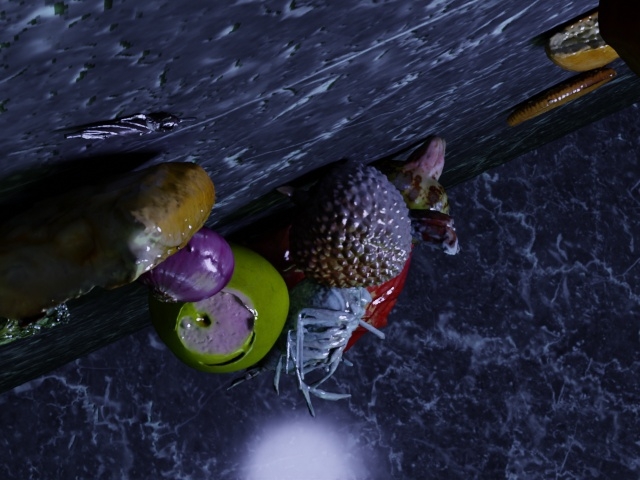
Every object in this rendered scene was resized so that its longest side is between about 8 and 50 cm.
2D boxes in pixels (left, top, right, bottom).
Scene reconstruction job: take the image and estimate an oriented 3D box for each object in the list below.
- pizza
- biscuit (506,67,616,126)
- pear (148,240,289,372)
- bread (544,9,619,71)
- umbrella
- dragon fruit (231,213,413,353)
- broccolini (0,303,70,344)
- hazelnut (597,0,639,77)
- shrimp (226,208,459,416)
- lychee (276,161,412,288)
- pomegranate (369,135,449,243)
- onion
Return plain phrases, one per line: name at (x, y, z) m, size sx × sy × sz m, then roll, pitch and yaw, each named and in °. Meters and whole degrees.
pizza at (-0.209, 0.016, 0.764) m, size 0.297 × 0.071 × 0.189 m, roll -23°, pitch -170°, yaw 23°
biscuit at (0.394, -0.237, 1.705) m, size 0.206 × 0.025 × 0.126 m, roll -25°, pitch 178°, yaw -30°
pear at (-0.138, 0.082, 1.451) m, size 0.187 × 0.187 × 0.220 m, roll -25°, pitch -162°, yaw 2°
bread at (0.284, -0.208, 1.109) m, size 0.136 × 0.054 × 0.154 m, roll -20°, pitch 172°, yaw -31°
umbrella at (-0.109, -0.069, 0.648) m, size 0.022 × 0.013 × 0.122 m, roll -3°, pitch -171°, yaw 27°
dragon fruit at (0.000, 0.000, 1.691) m, size 0.330 × 0.240 × 0.302 m, roll -47°, pitch 144°, yaw 10°
broccolini at (-0.389, 0.112, 1.172) m, size 0.239 × 0.054 × 0.051 m, roll -21°, pitch 140°, yaw -24°
hazelnut at (0.303, -0.178, 0.783) m, size 0.204 × 0.178 × 0.178 m, roll 9°, pitch 162°, yaw -22°
shrimp at (0.028, 0.098, 1.509) m, size 0.410 × 0.166 × 0.221 m, roll -56°, pitch 172°, yaw 24°
lychee at (0.027, -0.022, 1.342) m, size 0.165 × 0.197 × 0.165 m, roll -52°, pitch -165°, yaw 21°
pomegranate at (0.126, -0.070, 1.533) m, size 0.163 × 0.138 × 0.125 m, roll -63°, pitch 174°, yaw 23°
onion at (-0.140, 0.010, 1.059) m, size 0.115 × 0.104 × 0.115 m, roll 17°, pitch 172°, yaw 2°
